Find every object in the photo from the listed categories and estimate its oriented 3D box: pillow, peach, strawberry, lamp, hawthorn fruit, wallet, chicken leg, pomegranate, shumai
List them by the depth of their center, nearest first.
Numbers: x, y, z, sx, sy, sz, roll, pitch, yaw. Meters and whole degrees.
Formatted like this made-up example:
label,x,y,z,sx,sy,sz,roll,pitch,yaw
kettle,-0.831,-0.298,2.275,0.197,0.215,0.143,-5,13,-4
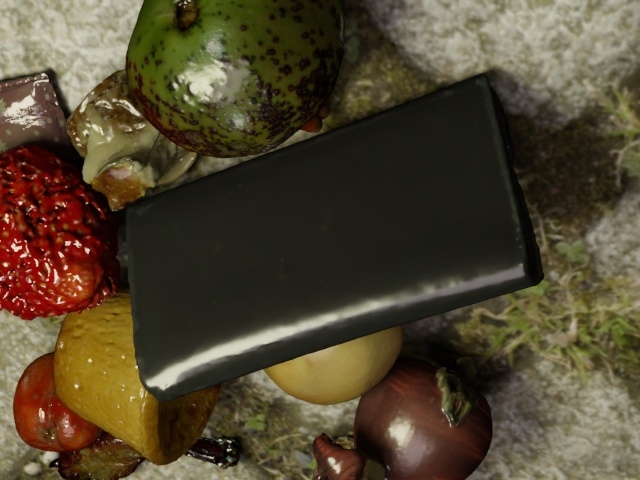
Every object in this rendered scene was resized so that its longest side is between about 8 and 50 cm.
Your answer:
label,x,y,z,sx,sy,sz,roll,pitch,yaw
pomegranate,-0.063,-0.166,1.319,0.214,0.214,0.248,-14,152,23
wallet,0.000,0.001,1.368,0.406,0.228,0.062,-18,149,16
shumai,-0.196,-0.096,1.432,0.146,0.116,0.145,6,123,9
peach,0.005,0.083,1.465,0.184,0.184,0.184,7,125,10
strawberry,-0.291,0.006,1.467,0.201,0.184,0.186,39,124,37
lamp,0.098,0.214,1.501,0.151,0.223,0.215,8,161,32
pillow,-0.355,-0.118,1.506,0.185,0.043,0.118,-6,121,19
hawthorn fruit,-0.305,0.196,1.664,0.128,0.128,0.128,7,125,10
chicken leg,-0.222,0.260,1.725,0.253,0.051,0.106,-9,127,19

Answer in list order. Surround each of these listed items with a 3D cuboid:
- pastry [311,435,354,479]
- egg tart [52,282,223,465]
label,x,y,z,sx,sy,sz,roll,pitch,yaw
pastry,0.028,0.344,1.686,0.112,0.103,0.265,8,124,18
egg tart,-0.203,0.138,1.554,0.147,0.202,0.202,13,126,17
